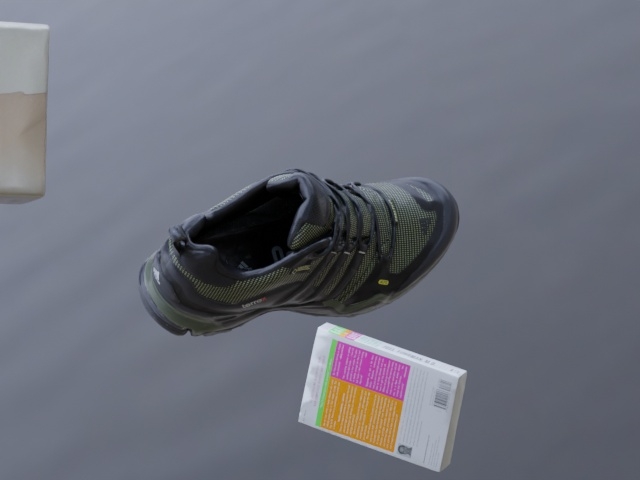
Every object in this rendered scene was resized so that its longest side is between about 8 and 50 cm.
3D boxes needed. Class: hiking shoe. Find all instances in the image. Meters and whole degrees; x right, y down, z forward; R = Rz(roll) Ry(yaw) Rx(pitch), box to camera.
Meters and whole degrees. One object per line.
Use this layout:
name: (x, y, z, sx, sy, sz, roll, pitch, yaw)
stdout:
hiking shoe: (0.000, 0.000, 1.206, 0.227, 0.086, 0.114, -17, -18, -24)

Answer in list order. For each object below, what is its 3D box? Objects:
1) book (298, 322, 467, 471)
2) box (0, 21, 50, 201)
book: (0.056, 0.141, 1.706, 0.144, 0.096, 0.035, 19, 23, 24)
box: (-0.349, -0.092, 1.288, 0.311, 0.121, 0.148, 2, -1, -14)
